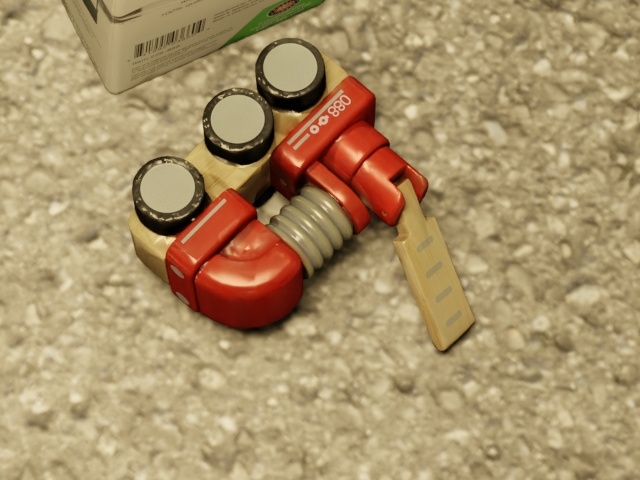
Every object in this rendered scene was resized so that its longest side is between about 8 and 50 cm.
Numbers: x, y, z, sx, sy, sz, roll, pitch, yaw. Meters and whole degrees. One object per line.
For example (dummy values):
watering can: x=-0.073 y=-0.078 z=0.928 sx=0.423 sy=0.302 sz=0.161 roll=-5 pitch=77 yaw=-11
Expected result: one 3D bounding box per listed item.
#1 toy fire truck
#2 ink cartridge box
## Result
toy fire truck: x=0.000 y=0.000 z=1.590 sx=0.246 sy=0.158 sz=0.217 roll=40 pitch=73 yaw=15
ink cartridge box: x=-0.092 y=-0.249 z=1.557 sx=0.211 sy=0.289 sz=0.121 roll=-25 pitch=79 yaw=-14
